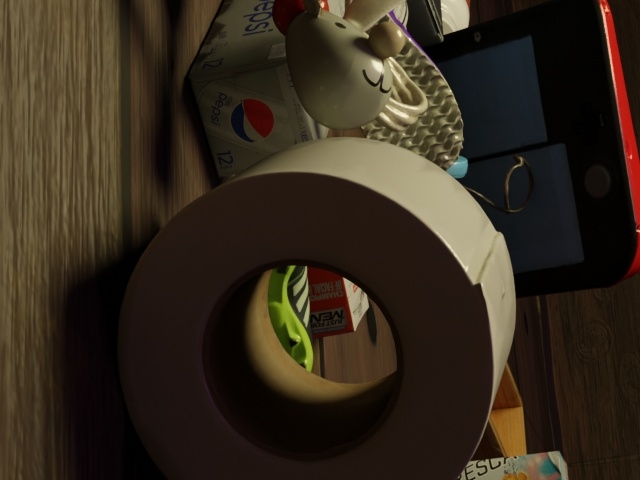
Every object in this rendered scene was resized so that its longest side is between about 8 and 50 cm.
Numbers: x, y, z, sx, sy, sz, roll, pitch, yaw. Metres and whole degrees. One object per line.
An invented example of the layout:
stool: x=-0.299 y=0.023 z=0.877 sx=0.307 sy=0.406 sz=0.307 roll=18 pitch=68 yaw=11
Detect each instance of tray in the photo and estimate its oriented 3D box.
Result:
tray: x=0.229 y=0.234 z=2.249 sx=0.411 sy=0.076 sz=0.203 roll=62 pitch=24 yaw=-53

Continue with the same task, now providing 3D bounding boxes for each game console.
game console: x=0.226 y=-0.099 z=1.913 sx=0.060 sy=0.386 sz=0.342 roll=-13 pitch=92 yaw=-40

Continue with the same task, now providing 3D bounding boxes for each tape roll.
tape roll: x=0.004 y=0.061 z=1.048 sx=0.169 sy=0.246 sz=0.246 roll=-44 pitch=124 yaw=-75

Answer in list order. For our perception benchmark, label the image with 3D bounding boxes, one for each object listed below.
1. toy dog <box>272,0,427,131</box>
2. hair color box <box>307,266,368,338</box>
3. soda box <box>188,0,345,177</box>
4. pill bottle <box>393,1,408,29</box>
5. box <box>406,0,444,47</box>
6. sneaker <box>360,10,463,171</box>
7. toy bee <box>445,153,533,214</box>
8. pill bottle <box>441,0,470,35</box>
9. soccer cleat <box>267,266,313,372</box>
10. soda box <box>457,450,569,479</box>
toy dog: x=0.010 y=-0.255 z=1.224 sx=0.334 sy=0.161 sz=0.220 roll=58 pitch=27 yaw=13
hair color box: x=0.000 y=0.000 z=1.485 sx=0.093 sy=0.053 sz=0.167 roll=-51 pitch=129 yaw=-74
soda box: x=-0.034 y=-0.166 z=1.366 sx=0.286 sy=0.091 sz=0.098 roll=-75 pitch=153 yaw=-59
pill bottle: x=0.046 y=-0.269 z=1.769 sx=0.169 sy=0.094 sz=0.094 roll=51 pitch=32 yaw=-65
box: x=0.082 y=-0.359 z=1.946 sx=0.153 sy=0.108 sz=0.207 roll=61 pitch=24 yaw=-56
sneaker: x=0.052 y=-0.201 z=1.613 sx=0.293 sy=0.102 sz=0.146 roll=55 pitch=12 yaw=-19
toy bee: x=0.092 y=-0.050 z=1.770 sx=0.298 sy=0.162 sz=0.195 roll=26 pitch=82 yaw=-56
pill bottle: x=0.149 y=-0.332 z=2.181 sx=0.216 sy=0.121 sz=0.121 roll=-82 pitch=158 yaw=-51
soccer cleat: x=-0.037 y=0.035 z=1.316 sx=0.072 sy=0.060 sz=0.179 roll=-84 pitch=169 yaw=-77
soda box: x=0.199 y=0.292 z=1.839 sx=0.063 sy=0.183 sz=0.058 roll=52 pitch=32 yaw=-62
